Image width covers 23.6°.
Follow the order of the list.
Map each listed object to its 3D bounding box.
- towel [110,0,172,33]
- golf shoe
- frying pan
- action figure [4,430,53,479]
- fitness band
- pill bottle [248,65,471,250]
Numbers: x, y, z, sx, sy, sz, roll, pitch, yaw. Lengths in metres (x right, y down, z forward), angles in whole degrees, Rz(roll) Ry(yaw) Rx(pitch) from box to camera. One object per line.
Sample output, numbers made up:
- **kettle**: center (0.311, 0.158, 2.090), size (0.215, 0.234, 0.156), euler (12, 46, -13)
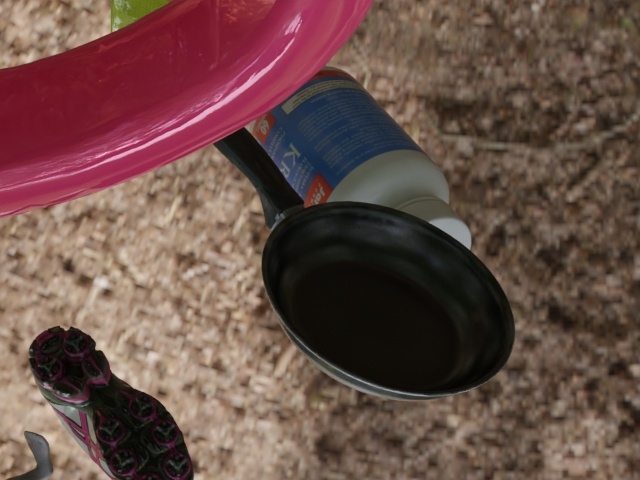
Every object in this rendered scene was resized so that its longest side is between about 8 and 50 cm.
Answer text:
- **towel**: center (-0.132, -0.174, 1.256), size (0.102, 0.021, 0.237), euler (31, 143, 15)
- **golf shoe**: center (-0.166, 0.152, 1.255), size (0.186, 0.067, 0.086), euler (47, 159, 21)
- **frying pan**: center (-0.009, 0.016, 1.137), size (0.326, 0.197, 0.053), euler (28, 129, 7)
- **action figure**: center (-0.387, 0.383, 1.747), size (0.341, 0.330, 0.178), euler (-9, 132, 23)
- **fitness band**: center (-0.123, -0.059, 0.379), size (0.291, 0.054, 0.209), euler (-11, 160, -21)
- **pill bottle**: center (0.036, -0.049, 1.353), size (0.124, 0.221, 0.124), euler (-20, 135, -21)
